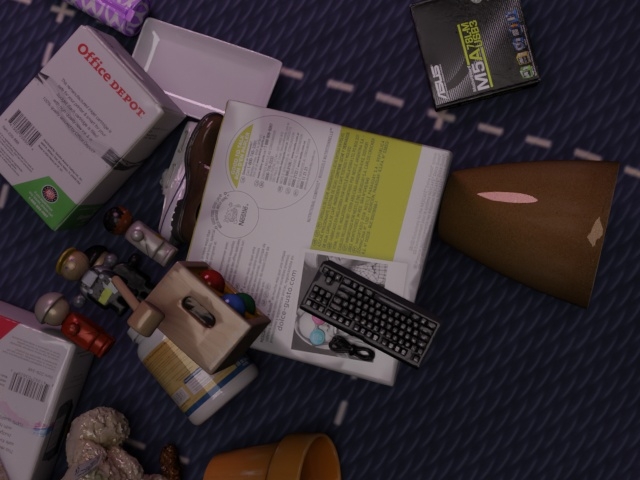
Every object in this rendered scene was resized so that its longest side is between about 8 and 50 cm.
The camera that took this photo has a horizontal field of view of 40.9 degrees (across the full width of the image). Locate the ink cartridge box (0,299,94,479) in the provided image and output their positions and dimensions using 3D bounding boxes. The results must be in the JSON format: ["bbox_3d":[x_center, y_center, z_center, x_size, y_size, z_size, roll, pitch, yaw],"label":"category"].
[{"bbox_3d":[-0.551,0.278,1.496,0.226,0.131,0.306,20,92,6],"label":"ink cartridge box"}]

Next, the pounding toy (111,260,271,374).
[{"bbox_3d":[-0.171,0.075,1.090,0.181,0.206,0.094,41,94,7],"label":"pounding toy"}]

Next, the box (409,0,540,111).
[{"bbox_3d":[0.263,-0.336,1.475,0.184,0.045,0.190,-13,87,3],"label":"box"}]

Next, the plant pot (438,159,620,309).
[{"bbox_3d":[0.327,-0.031,1.383,0.255,0.237,0.237,12,90,16],"label":"plant pot"}]

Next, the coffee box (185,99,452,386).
[{"bbox_3d":[0.000,0.000,1.344,0.335,0.337,0.338,14,91,6],"label":"coffee box"}]

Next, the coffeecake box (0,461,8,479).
[{"bbox_3d":[-0.617,0.351,1.403,0.142,0.068,0.185,-25,87,6],"label":"coffeecake box"}]

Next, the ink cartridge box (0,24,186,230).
[{"bbox_3d":[-0.409,-0.190,1.482,0.289,0.121,0.211,-44,85,11],"label":"ink cartridge box"}]

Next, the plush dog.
[{"bbox_3d":[-0.334,0.442,1.441,0.225,0.211,0.262,29,88,-36],"label":"plush dog"}]

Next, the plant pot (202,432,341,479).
[{"bbox_3d":[-0.087,0.420,1.423,0.188,0.205,0.205,-3,88,21],"label":"plant pot"}]

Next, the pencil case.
[{"bbox_3d":[-0.402,-0.442,1.523,0.206,0.088,0.086,28,93,5],"label":"pencil case"}]

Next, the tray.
[{"bbox_3d":[-0.210,-0.286,1.518,0.270,0.030,0.145,20,89,12],"label":"tray"}]

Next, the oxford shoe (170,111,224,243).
[{"bbox_3d":[-0.178,-0.102,1.433,0.096,0.083,0.227,8,89,49],"label":"oxford shoe"}]

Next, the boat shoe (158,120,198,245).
[{"bbox_3d":[-0.241,-0.102,1.510,0.076,0.083,0.226,20,78,16],"label":"boat shoe"}]

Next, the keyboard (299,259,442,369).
[{"bbox_3d":[0.061,0.112,1.154,0.180,0.023,0.108,27,92,6],"label":"keyboard"}]

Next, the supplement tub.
[{"bbox_3d":[-0.217,0.195,1.457,0.144,0.144,0.199,-41,85,3],"label":"supplement tub"}]

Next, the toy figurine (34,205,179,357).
[{"bbox_3d":[-0.358,0.061,1.429,0.148,0.213,0.209,35,136,1],"label":"toy figurine"}]
